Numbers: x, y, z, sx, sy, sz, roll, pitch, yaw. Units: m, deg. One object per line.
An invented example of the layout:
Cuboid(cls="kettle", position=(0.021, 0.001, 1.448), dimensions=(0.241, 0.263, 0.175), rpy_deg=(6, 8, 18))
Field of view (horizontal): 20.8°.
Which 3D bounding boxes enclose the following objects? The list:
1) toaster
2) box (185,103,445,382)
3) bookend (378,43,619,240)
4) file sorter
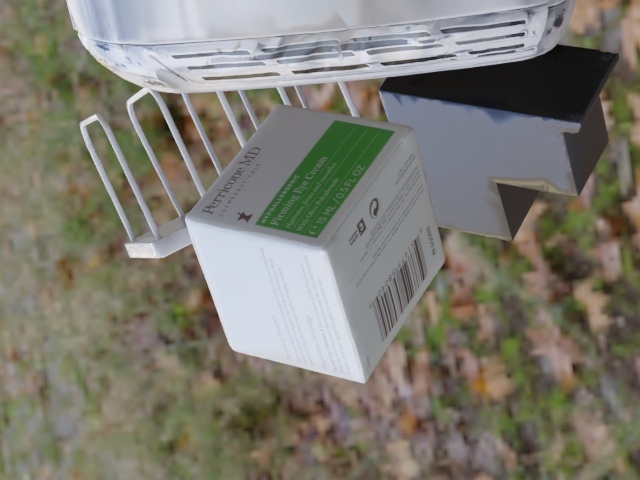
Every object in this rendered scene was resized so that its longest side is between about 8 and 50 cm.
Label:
Cuboid(cls="toaster", position=(0.003, -0.138, 0.585), dimensions=(0.129, 0.227, 0.146), rpy_deg=(-104, 9, -66))
Cuboid(cls="box", position=(0.000, 0.000, 0.916), dimensions=(0.087, 0.101, 0.102), rpy_deg=(12, 138, 30))
Cuboid(cls="bookend", position=(0.142, -0.067, 1.261), dimensions=(0.157, 0.072, 0.156), rpy_deg=(12, 143, 30))
Cuboid(cls="file sorter", position=(-0.111, -0.115, 1.948), dimensions=(0.173, 0.277, 0.193), rpy_deg=(64, 166, -6))
